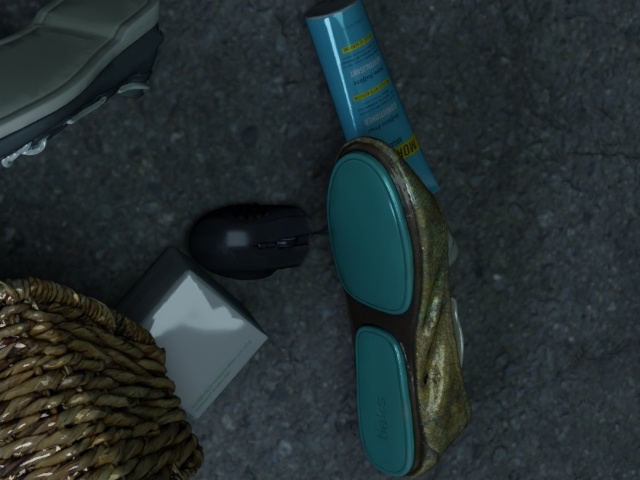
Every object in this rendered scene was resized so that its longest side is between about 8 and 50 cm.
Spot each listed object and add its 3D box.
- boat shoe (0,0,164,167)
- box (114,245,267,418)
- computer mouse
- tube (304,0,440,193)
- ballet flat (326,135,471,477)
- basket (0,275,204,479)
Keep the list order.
[{"bbox_3d":[-0.220,-0.105,1.205,0.116,0.319,0.099,15,123,18],"label":"boat shoe"},{"bbox_3d":[-0.122,0.081,1.371,0.102,0.087,0.101,41,91,-21],"label":"box"},{"bbox_3d":[0.000,0.000,1.410,0.242,0.041,0.071,-4,104,-16],"label":"computer mouse"},{"bbox_3d":[0.044,-0.117,1.390,0.080,0.052,0.207,-29,114,-18],"label":"tube"},{"bbox_3d":[0.080,0.051,1.397,0.123,0.123,0.348,-13,117,-12],"label":"ballet flat"},{"bbox_3d":[-0.272,0.150,1.259,0.299,0.213,0.223,-25,95,20],"label":"basket"}]
